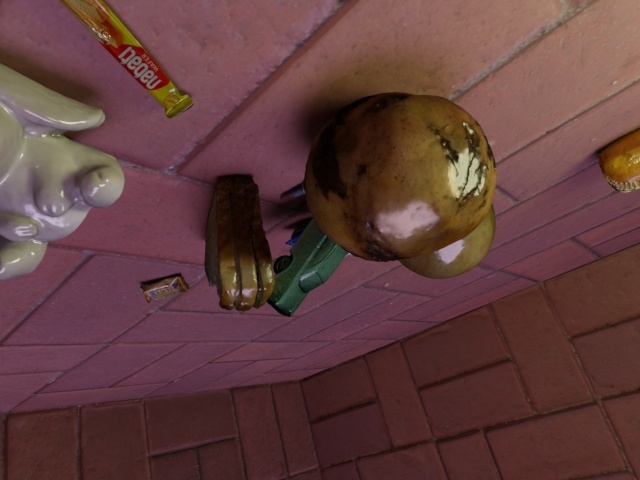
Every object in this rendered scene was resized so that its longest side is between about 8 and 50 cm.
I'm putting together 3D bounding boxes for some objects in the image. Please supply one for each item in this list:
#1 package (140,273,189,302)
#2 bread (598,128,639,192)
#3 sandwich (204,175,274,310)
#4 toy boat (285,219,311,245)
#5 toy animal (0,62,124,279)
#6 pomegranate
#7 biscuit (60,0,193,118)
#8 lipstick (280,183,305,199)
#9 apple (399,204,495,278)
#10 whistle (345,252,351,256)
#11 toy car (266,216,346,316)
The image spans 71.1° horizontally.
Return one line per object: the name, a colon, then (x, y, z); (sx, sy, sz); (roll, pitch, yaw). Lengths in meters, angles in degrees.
package: (-0.433, 0.133, 1.243); (0.121, 0.031, 0.108); (-17, 157, -11)
bread: (0.824, -0.213, 1.145); (0.191, 0.132, 0.114); (-33, 149, 29)
sandwich: (-0.184, 0.041, 0.926); (0.100, 0.254, 0.288); (-3, 156, -22)
toy boat: (0.000, 0.000, 1.123); (0.175, 0.110, 0.091); (-11, 155, -7)
toy animal: (-0.425, -0.106, 0.547); (0.272, 0.205, 0.265); (-38, 143, 10)
pomegranate: (0.129, -0.106, 0.764); (0.323, 0.321, 0.322); (-13, 156, -6)
biscuit: (-0.247, -0.245, 0.537); (0.048, 0.026, 0.292); (-38, 155, 1)
lipstick: (-0.039, -0.108, 0.965); (0.107, 0.025, 0.025); (-19, 157, 20)
apple: (0.270, -0.050, 1.015); (0.257, 0.256, 0.233); (-7, 138, -19)
whistle: (0.099, 0.026, 1.335); (0.100, 0.035, 0.035); (-25, 155, 22)
toy car: (-0.004, 0.024, 1.002); (0.320, 0.097, 0.141); (-55, 159, -13)
